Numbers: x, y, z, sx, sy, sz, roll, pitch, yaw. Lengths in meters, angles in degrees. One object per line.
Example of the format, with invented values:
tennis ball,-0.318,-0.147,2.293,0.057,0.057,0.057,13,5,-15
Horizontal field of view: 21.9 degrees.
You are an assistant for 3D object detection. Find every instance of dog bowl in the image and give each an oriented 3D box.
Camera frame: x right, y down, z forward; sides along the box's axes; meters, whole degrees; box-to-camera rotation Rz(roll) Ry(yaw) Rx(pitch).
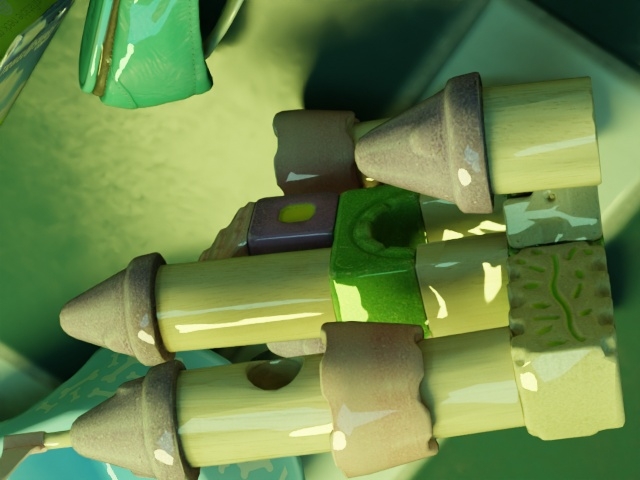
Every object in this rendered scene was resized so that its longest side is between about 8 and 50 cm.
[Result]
dog bowl,-0.150,0.165,0.986,0.297,0.074,0.166,-22,100,31

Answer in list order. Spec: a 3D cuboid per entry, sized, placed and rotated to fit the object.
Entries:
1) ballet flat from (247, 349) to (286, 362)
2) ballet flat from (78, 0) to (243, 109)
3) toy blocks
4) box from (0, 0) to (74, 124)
ballet flat,-0.042,0.129,0.999,0.049,0.057,0.173,0,129,-35
ballet flat,-0.066,-0.179,0.820,0.087,0.083,0.247,2,121,-16
toy blocks,0.000,0.000,0.771,0.260,0.288,0.309,-6,120,9
box,-0.194,-0.069,0.880,0.042,0.109,0.178,34,119,-5
